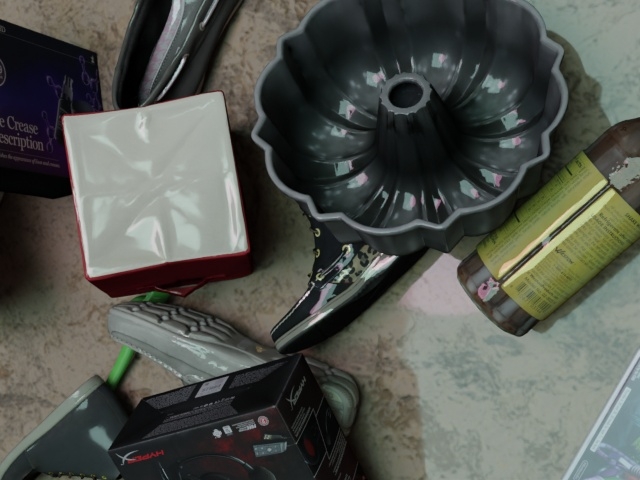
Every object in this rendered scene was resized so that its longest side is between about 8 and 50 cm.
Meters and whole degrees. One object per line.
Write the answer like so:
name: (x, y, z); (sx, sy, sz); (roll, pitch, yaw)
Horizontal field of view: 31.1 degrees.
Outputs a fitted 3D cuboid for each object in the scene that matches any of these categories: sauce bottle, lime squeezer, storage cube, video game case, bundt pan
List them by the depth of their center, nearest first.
sauce bottle: (0.298, -0.044, 1.191); (0.344, 0.111, 0.111); (-42, 73, 16)
video game case: (0.362, 0.235, 1.198); (0.173, 0.022, 0.190); (31, 100, 21)
bundt pan: (0.100, -0.124, 1.228); (0.330, 0.124, 0.331); (-6, 61, 11)
storage cube: (-0.179, -0.046, 1.320); (0.183, 0.193, 0.215); (-9, 82, -4)
lime squeezer: (-0.238, 0.063, 1.446); (0.110, 0.059, 0.310); (4, 90, 23)

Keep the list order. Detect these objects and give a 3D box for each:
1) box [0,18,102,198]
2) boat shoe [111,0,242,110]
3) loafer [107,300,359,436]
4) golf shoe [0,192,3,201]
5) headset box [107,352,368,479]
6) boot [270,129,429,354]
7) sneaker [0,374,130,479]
box: (-0.374, -0.158, 1.401); (0.103, 0.261, 0.184); (-13, 83, 21)
boat shoe: (-0.167, -0.293, 1.409); (0.112, 0.095, 0.335); (21, 96, 23)
loafer: (-0.113, 0.162, 1.348); (0.319, 0.112, 0.111); (22, 104, 15)
golf shoe: (-0.454, -0.075, 1.538); (0.086, 0.067, 0.186); (-12, 82, 21)
headset box: (-0.063, 0.295, 1.277); (0.218, 0.110, 0.293); (-17, 110, 23)
boot: (0.001, 0.000, 1.329); (0.236, 0.085, 0.178); (-42, 71, 6)
sneaker: (-0.318, 0.282, 1.456); (0.118, 0.083, 0.222); (48, 114, 4)
